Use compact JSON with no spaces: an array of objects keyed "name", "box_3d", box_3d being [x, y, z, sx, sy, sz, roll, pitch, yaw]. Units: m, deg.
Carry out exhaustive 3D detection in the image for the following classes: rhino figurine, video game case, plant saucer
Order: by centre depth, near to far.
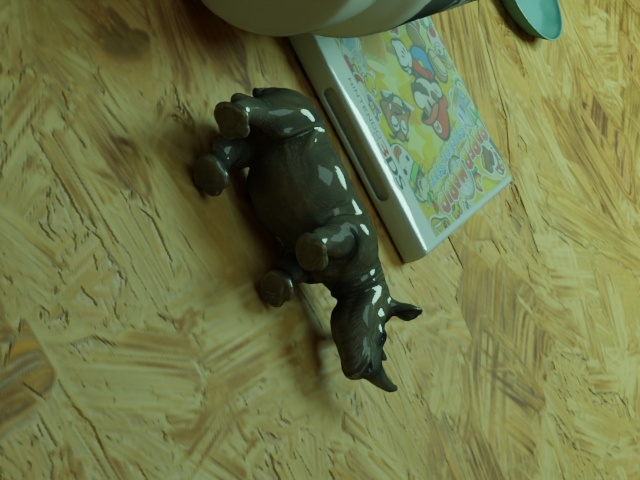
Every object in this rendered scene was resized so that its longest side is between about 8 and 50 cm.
[{"name":"rhino figurine","box_3d":[0.000,0.000,1.291,0.243,0.073,0.106,61,32,-10]},{"name":"video game case","box_3d":[0.072,-0.107,1.541,0.206,0.026,0.227,63,28,-5]},{"name":"plant saucer","box_3d":[0.205,-0.253,1.879,0.119,0.021,0.119,38,39,-39]}]

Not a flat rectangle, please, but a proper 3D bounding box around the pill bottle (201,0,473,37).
[{"name":"pill bottle","box_3d":[0.046,-0.267,1.429,0.361,0.204,0.204,-26,91,-57]}]
